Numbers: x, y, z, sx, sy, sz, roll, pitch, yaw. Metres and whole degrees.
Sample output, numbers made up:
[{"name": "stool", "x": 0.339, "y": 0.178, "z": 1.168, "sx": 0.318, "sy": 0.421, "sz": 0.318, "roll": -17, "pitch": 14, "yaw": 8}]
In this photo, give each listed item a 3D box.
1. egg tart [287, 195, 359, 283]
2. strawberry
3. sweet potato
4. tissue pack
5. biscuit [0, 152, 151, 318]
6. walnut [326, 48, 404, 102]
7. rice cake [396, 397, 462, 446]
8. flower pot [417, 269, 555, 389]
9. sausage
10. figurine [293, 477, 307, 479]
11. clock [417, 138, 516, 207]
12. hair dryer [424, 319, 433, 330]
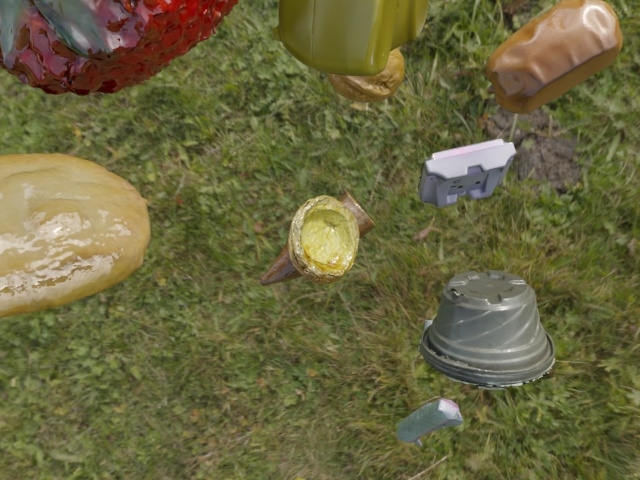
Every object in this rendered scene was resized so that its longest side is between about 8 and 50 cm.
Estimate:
[{"name": "egg tart", "x": -0.002, "y": 0.000, "z": 1.538, "sx": 0.090, "sy": 0.213, "sz": 0.212, "roll": -5, "pitch": 75, "yaw": 49}, {"name": "strawberry", "x": -0.202, "y": -0.320, "z": 0.690, "sx": 0.267, "sy": 0.351, "sz": 0.312, "roll": 4, "pitch": 110, "yaw": 31}, {"name": "sweet potato", "x": -0.018, "y": 0.007, "z": 1.673, "sx": 0.337, "sy": 0.131, "sz": 0.131, "roll": -35, "pitch": 72, "yaw": -12}, {"name": "tissue pack", "x": 0.033, "y": -0.251, "z": 0.681, "sx": 0.127, "sy": 0.123, "sz": 0.178, "roll": 19, "pitch": 41, "yaw": 17}, {"name": "biscuit", "x": -0.525, "y": -0.032, "z": 1.160, "sx": 0.446, "sy": 0.104, "sz": 0.429, "roll": -9, "pitch": 40, "yaw": -28}, {"name": "walnut", "x": 0.105, "y": -0.400, "z": 1.528, "sx": 0.159, "sy": 0.207, "sz": 0.159, "roll": 4, "pitch": 95, "yaw": 45}, {"name": "rice cake", "x": 0.258, "y": 0.436, "z": 1.564, "sx": 0.081, "sy": 0.290, "sz": 0.051, "roll": 30, "pitch": 58, "yaw": 2}, {"name": "flower pot", "x": 0.281, "y": 0.135, "z": 1.110, "sx": 0.235, "sy": 0.235, "sz": 0.140, "roll": 1, "pitch": 109, "yaw": 15}, {"name": "sausage", "x": 0.406, "y": -0.323, "z": 1.153, "sx": 0.241, "sy": 0.120, "sz": 0.136, "roll": -36, "pitch": 69, "yaw": 12}, {"name": "figurine", "x": -0.066, "y": 0.631, "z": 1.285, "sx": 0.204, "sy": 0.283, "sz": 0.338, "roll": 36, "pitch": 89, "yaw": -2}, {"name": "clock", "x": 0.392, "y": -0.177, "z": 1.759, "sx": 0.253, "sy": 0.186, "sz": 0.083, "roll": -13, "pitch": 68, "yaw": -3}, {"name": "hair dryer", "x": 0.337, "y": 0.269, "z": 1.875, "sx": 0.047, "sy": 0.137, "sz": 0.082, "roll": 0, "pitch": 86, "yaw": 30}]
